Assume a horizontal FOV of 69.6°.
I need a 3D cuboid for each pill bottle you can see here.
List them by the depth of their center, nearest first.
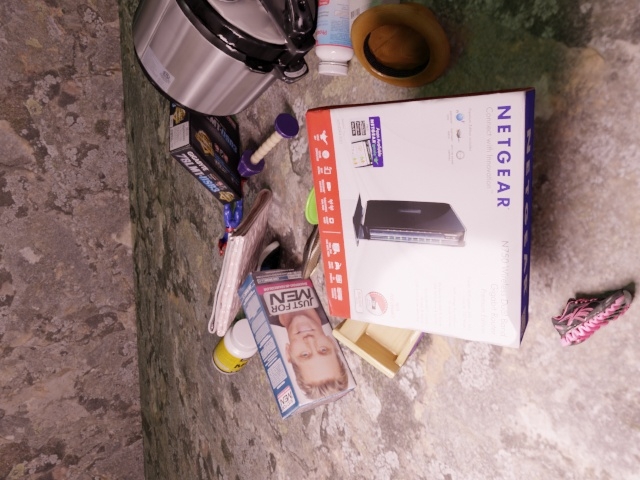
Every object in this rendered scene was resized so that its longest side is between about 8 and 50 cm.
[{"bbox_3d":[0.034,-0.446,1.002,0.087,0.087,0.160,22,112,51],"label":"pill bottle"},{"bbox_3d":[-0.271,0.346,1.505,0.208,0.119,0.119,-52,54,45],"label":"pill bottle"}]

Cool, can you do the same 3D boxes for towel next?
[{"bbox_3d":[-0.220,0.055,1.300,0.317,0.053,0.332,-71,-2,-63],"label":"towel"}]

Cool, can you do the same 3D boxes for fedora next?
[{"bbox_3d":[0.149,-0.364,0.830,0.194,0.194,0.079,-1,56,54],"label":"fedora"}]

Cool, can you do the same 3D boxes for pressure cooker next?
[{"bbox_3d":[-0.208,-0.526,1.075,0.420,0.369,0.376,-24,58,51],"label":"pressure cooker"}]

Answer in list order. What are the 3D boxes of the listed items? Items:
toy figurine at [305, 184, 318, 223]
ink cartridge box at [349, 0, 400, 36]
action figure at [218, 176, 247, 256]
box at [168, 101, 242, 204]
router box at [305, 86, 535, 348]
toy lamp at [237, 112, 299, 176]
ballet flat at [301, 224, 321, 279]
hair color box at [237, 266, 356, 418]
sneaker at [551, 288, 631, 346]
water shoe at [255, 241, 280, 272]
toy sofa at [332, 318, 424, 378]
[{"bbox_3d":[0.082,-0.074,0.974,0.159,0.173,0.130,31,154,27],"label":"toy figurine"},{"bbox_3d":[0.107,-0.484,0.921,0.099,0.056,0.136,7,101,53],"label":"ink cartridge box"},{"bbox_3d":[-0.279,-0.055,1.477,0.139,0.091,0.281,-132,47,-63],"label":"action figure"},{"bbox_3d":[-0.325,-0.298,1.330,0.073,0.295,0.294,-13,63,14],"label":"box"},{"bbox_3d":[0.141,-0.035,0.671,0.300,0.082,0.336,4,110,32],"label":"router box"},{"bbox_3d":[-0.160,-0.258,1.307,0.274,0.080,0.080,-30,70,53],"label":"toy lamp"},{"bbox_3d":[0.000,0.000,1.140,0.084,0.058,0.250,-99,23,-54],"label":"ballet flat"},{"bbox_3d":[-0.065,0.241,1.157,0.105,0.173,0.348,-51,55,43],"label":"hair color box"},{"bbox_3d":[0.372,0.098,0.644,0.119,0.047,0.057,-57,39,39],"label":"sneaker"},{"bbox_3d":[-0.144,0.092,1.356,0.080,0.073,0.203,36,126,15],"label":"water shoe"},{"bbox_3d":[0.173,0.057,0.850,0.150,0.177,0.363,33,123,20],"label":"toy sofa"}]
